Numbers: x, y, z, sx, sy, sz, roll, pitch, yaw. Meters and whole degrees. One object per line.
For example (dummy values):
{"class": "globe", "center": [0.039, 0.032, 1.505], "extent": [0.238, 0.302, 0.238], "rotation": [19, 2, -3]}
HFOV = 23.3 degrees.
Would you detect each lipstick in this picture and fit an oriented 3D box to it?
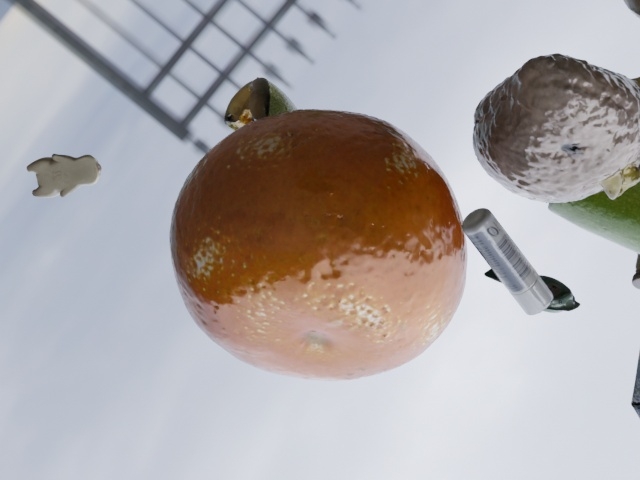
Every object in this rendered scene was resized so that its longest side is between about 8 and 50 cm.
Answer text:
{"class": "lipstick", "center": [0.211, 0.023, 1.758], "extent": [0.040, 0.141, 0.040], "rotation": [-31, -154, 17]}

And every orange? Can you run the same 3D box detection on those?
{"class": "orange", "center": [0.000, 0.000, 2.143], "extent": [0.424, 0.424, 0.326], "rotation": [-36, -143, 47]}

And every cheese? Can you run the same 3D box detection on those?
{"class": "cheese", "center": [0.267, 0.059, 1.933], "extent": [0.067, 0.120, 0.026], "rotation": [-30, 140, -47]}

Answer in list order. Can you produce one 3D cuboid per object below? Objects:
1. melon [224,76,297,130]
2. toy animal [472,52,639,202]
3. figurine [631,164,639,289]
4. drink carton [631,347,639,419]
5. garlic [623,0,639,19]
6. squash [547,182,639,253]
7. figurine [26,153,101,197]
{"class": "melon", "center": [-0.071, -0.190, 2.370], "extent": [0.079, 0.128, 0.160], "rotation": [-63, -155, -10]}
{"class": "toy animal", "center": [0.328, -0.143, 2.111], "extent": [0.358, 0.226, 0.188], "rotation": [150, -47, -76]}
{"class": "figurine", "center": [0.605, -0.104, 2.685], "extent": [0.248, 0.203, 0.381], "rotation": [65, 35, -57]}
{"class": "drink carton", "center": [0.369, 0.123, 1.606], "extent": [0.056, 0.071, 0.166], "rotation": [-110, -166, -45]}
{"class": "garlic", "center": [0.471, -0.316, 1.908], "extent": [0.132, 0.279, 0.325], "rotation": [-42, -127, -15]}
{"class": "squash", "center": [0.494, -0.037, 2.380], "extent": [0.203, 0.288, 0.111], "rotation": [7, 104, -84]}
{"class": "figurine", "center": [-0.269, -0.074, 1.660], "extent": [0.083, 0.047, 0.050], "rotation": [-6, -167, 9]}
